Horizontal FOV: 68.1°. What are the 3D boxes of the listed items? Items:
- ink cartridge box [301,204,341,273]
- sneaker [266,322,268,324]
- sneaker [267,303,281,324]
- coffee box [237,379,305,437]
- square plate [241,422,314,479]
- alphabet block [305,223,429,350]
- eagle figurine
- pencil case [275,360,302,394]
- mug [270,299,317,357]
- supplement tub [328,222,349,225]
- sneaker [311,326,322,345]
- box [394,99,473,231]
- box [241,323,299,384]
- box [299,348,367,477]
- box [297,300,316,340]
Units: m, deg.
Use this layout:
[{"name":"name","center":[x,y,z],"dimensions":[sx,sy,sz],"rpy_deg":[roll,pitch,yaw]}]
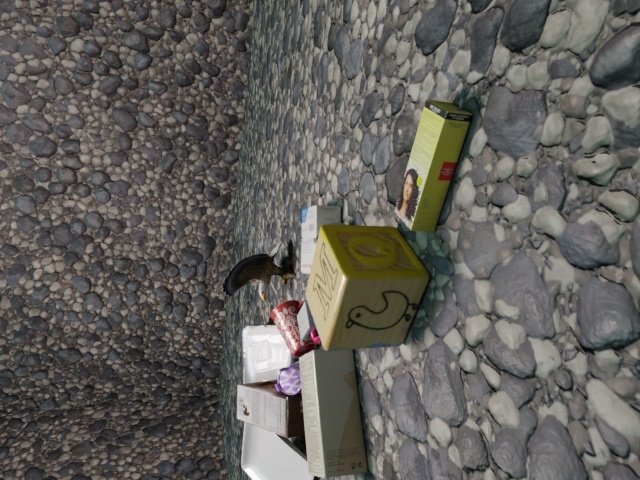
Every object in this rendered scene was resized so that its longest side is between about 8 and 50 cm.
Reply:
[{"name":"ink cartridge box","center":[0.000,0.000,1.448],"dimensions":[0.148,0.085,0.203],"rpy_deg":[177,94,-71]},{"name":"sneaker","center":[-0.194,0.352,1.996],"dimensions":[0.152,0.084,0.058],"rpy_deg":[-137,51,-66]},{"name":"sneaker","center":[-0.161,0.394,1.878],"dimensions":[0.130,0.108,0.287],"rpy_deg":[102,174,-82]},{"name":"coffee box","center":[-0.120,0.524,1.507],"dimensions":[0.297,0.168,0.119],"rpy_deg":[-10,78,50]},{"name":"square plate","center":[-0.153,0.802,1.689],"dimensions":[0.347,0.049,0.344],"rpy_deg":[29,123,34]},{"name":"alphabet block","center":[0.089,0.097,1.022],"dimensions":[0.193,0.192,0.197],"rpy_deg":[-117,32,-51]},{"name":"eagle figurine","center":[-0.259,0.134,1.873],"dimensions":[0.225,0.297,0.227],"rpy_deg":[-114,31,-53]},{"name":"pencil case","center":[-0.061,0.413,1.451],"dimensions":[0.088,0.206,0.086],"rpy_deg":[-38,75,14]},{"name":"mug","center":[-0.080,0.291,1.600],"dimensions":[0.150,0.113,0.169],"rpy_deg":[-57,49,36]},{"name":"supplement tub","center":[0.048,0.010,1.331],"dimensions":[0.071,0.070,0.107],"rpy_deg":[-128,43,-62]},{"name":"sneaker","center":[0.052,0.153,1.244],"dimensions":[0.121,0.111,0.300],"rpy_deg":[-130,46,-63]},{"name":"box","center":[0.207,-0.137,0.892],"dimensions":[0.087,0.058,0.233],"rpy_deg":[-119,36,-57]},{"name":"box","center":[-0.177,0.465,1.746],"dimensions":[0.242,0.076,0.308],"rpy_deg":[-6,80,30]},{"name":"box","center":[0.028,0.457,1.275],"dimensions":[0.148,0.121,0.312],"rpy_deg":[132,136,-62]},{"name":"box","center":[-0.008,0.241,1.429],"dimensions":[0.101,0.101,0.087],"rpy_deg":[115,148,-51]}]
